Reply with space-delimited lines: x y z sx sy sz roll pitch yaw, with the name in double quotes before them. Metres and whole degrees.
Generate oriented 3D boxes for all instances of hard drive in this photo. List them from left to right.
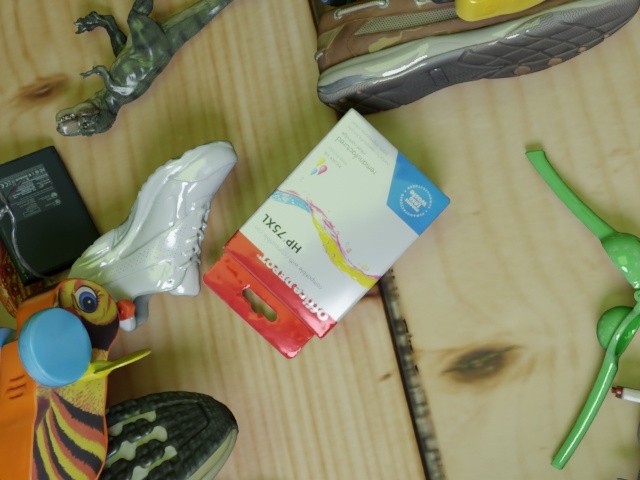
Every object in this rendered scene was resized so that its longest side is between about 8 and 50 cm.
"hard drive" -0.305 -0.028 1.046 0.094 0.022 0.135 -25 76 -21

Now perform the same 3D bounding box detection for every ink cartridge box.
"ink cartridge box" 0.000 0.000 0.951 0.134 0.078 0.231 42 93 -2

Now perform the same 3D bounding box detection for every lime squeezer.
"lime squeezer" 0.261 0.059 0.913 0.109 0.059 0.311 -4 82 12

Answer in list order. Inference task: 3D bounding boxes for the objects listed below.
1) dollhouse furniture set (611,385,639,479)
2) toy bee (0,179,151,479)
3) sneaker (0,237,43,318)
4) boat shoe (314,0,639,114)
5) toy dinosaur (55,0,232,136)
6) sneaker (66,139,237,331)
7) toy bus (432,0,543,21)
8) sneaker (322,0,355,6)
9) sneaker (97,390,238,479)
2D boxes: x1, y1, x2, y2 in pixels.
"dollhouse furniture set" 0.309 0.199 0.816 0.128 0.183 0.130 10 85 14
"toy bee" -0.230 0.098 0.898 0.195 0.162 0.299 5 87 36
"sneaker" -0.361 0.016 1.063 0.067 0.064 0.175 -41 73 29
"boat shoe" 0.144 -0.220 0.945 0.324 0.123 0.117 -13 78 9
"toy dinosaur" -0.198 -0.227 1.053 0.268 0.064 0.118 -42 83 2
"sneaker" -0.151 0.000 1.005 0.115 0.090 0.232 44 102 8
"toy bus" 0.142 -0.336 0.829 0.149 0.211 0.220 -21 67 -11
"sneaker" 0.065 -0.332 0.996 0.211 0.080 0.081 -35 53 -6
"sneaker" -0.213 0.315 0.941 0.410 0.182 0.158 -45 40 6
